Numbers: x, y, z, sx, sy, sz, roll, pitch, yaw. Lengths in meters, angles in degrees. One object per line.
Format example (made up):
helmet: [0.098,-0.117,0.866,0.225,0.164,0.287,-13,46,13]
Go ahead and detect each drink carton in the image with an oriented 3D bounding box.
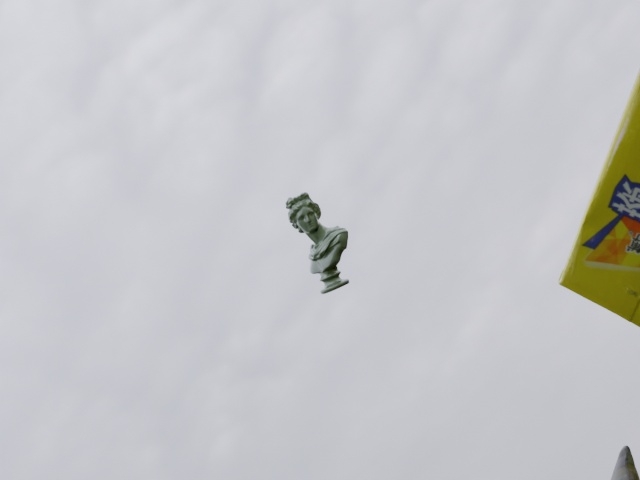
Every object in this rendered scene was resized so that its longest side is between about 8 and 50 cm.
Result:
drink carton: [0.352,-0.084,1.356,0.111,0.155,0.351,-32,-35,-50]

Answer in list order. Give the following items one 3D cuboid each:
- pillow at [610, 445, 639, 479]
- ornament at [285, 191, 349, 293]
pillow: [0.237,0.302,1.125,0.052,0.212,0.208,0,-43,5]
ornament: [0.001,0.003,1.410,0.041,0.092,0.068,-22,-28,-29]
